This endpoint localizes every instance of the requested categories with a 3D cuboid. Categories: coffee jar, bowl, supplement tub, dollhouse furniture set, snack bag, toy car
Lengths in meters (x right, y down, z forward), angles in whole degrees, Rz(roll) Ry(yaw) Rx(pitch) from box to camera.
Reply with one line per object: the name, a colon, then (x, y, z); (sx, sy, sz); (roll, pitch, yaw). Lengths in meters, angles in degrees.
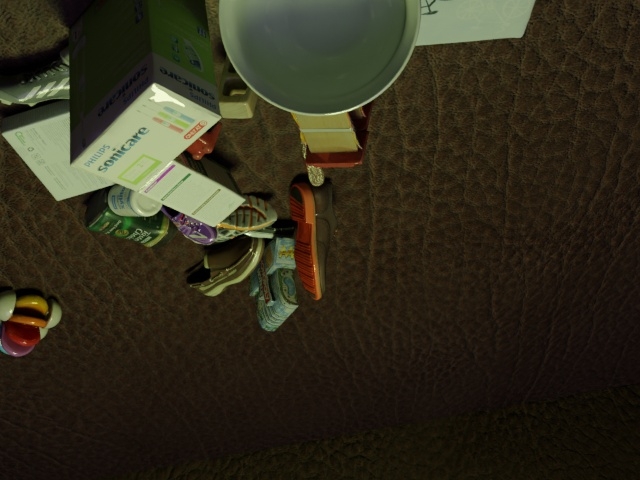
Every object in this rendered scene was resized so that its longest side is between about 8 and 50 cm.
coffee jar: (-0.395, -0.043, 1.619); (0.184, 0.079, 0.096); (19, 138, -39)
bowl: (0.006, -0.343, 1.165); (0.298, 0.297, 0.134); (-20, -169, 14)
supplement tub: (-0.364, -0.082, 1.506); (0.071, 0.071, 0.107); (21, 167, -40)
dollhouse furniture set: (-0.110, -0.246, 1.365); (0.374, 0.152, 0.201); (1, 151, 14)
snack bag: (0.220, -0.442, 1.225); (0.323, 0.037, 0.342); (-7, 148, -5)
toy car: (-0.730, 0.213, 1.862); (0.159, 0.136, 0.182); (18, 138, -38)

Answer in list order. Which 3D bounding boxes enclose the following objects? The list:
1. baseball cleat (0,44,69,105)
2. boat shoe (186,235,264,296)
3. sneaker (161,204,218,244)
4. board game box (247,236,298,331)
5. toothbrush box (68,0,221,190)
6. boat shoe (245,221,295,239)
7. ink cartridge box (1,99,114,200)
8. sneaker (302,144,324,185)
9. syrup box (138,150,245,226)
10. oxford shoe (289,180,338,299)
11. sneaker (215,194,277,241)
baseball cleat: (-0.444, -0.277, 1.265); (0.206, 0.072, 0.109); (-4, 134, -20)
boat shoe: (-0.234, 0.058, 1.817); (0.095, 0.095, 0.257); (21, 137, -32)
sneaker: (-0.286, -0.045, 1.597); (0.170, 0.071, 0.068); (40, 98, -22)
board game box: (-0.107, 0.085, 1.790); (0.060, 0.194, 0.194); (6, 147, -25)
toothbrush box: (-0.270, -0.253, 1.139); (0.206, 0.283, 0.122); (-34, 141, 31)
boat shoe: (-0.125, -0.031, 1.760); (0.142, 0.049, 0.040); (9, 112, -27)
ink cartridge box: (-0.436, -0.177, 1.426); (0.224, 0.045, 0.223); (-15, 149, 1)
sneaker: (-0.016, -0.178, 1.570); (0.042, 0.067, 0.118); (-7, 118, -2)
syrup box: (-0.260, -0.118, 1.480); (0.096, 0.093, 0.237); (-40, 149, 12)
oxford shoe: (0.000, 0.000, 1.689); (0.098, 0.097, 0.271); (-14, 113, -28)
sneaker: (-0.197, -0.041, 1.689); (0.215, 0.084, 0.083); (-6, 150, 11)
